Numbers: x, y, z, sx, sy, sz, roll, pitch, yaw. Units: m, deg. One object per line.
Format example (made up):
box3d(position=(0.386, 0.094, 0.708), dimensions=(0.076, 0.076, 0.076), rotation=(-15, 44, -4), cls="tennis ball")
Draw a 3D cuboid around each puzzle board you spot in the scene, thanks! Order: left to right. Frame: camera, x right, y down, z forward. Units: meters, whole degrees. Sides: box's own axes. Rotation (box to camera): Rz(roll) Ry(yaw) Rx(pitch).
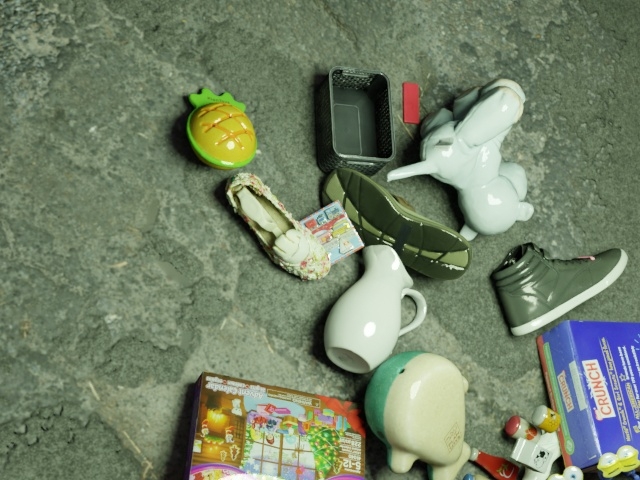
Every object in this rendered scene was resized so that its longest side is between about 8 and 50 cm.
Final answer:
box3d(position=(0.000, 0.000, 1.659), dimensions=(0.128, 0.011, 0.096), rotation=(-30, 87, -3), cls="puzzle board")

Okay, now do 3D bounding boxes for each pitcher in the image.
box3d(position=(0.104, 0.139, 1.635), dimensions=(0.178, 0.125, 0.207), rotation=(43, 56, -24), cls="pitcher")

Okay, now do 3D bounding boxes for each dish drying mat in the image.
box3d(position=(0.176, -0.267, 1.818), dimensions=(0.032, 0.008, 0.083), rotation=(5, 75, -18), cls="dish drying mat")

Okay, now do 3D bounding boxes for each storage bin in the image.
box3d(position=(0.063, -0.218, 1.719), dimensions=(0.122, 0.084, 0.180), rotation=(3, 73, -20), cls="storage bin")

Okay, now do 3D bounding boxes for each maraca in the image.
box3d(position=(-0.174, -0.197, 1.628), dimensions=(0.127, 0.099, 0.186), rotation=(10, 48, -26), cls="maraca")

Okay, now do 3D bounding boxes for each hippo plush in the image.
box3d(position=(0.309, -0.137, 1.701), dimensions=(0.236, 0.234, 0.294), rotation=(53, 33, -14), cls="hippo plush")

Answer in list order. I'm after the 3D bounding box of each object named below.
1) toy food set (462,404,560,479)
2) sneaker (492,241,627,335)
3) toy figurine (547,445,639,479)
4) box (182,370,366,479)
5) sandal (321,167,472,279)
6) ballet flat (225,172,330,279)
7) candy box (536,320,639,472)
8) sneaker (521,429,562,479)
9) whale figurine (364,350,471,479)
box3d(position=(0.324, 0.386, 1.643), dimensions=(0.104, 0.111, 0.232), rotation=(29, 77, -10), cls="toy food set")
box3d(position=(0.456, 0.049, 1.783), dimensions=(0.295, 0.104, 0.147), rotation=(-29, 92, -20), cls="sneaker")
box3d(position=(0.565, 0.471, 1.538), dimensions=(0.362, 0.191, 0.217), rotation=(-20, 44, 0), cls="toy figurine")
box3d(position=(-0.069, 0.340, 1.514), dimensions=(0.293, 0.057, 0.201), rotation=(14, 55, -16), cls="box")
box3d(position=(0.135, -0.025, 1.696), dimensions=(0.302, 0.086, 0.120), rotation=(32, 110, 1), cls="sandal")
box3d(position=(-0.082, -0.019, 1.613), dimensions=(0.241, 0.077, 0.091), rotation=(45, 100, 2), cls="ballet flat")
box3d(position=(0.589, 0.291, 1.737), dimensions=(0.317, 0.122, 0.268), rotation=(5, 62, -21), cls="candy box")
box3d(position=(0.397, 0.398, 1.706), dimensions=(0.061, 0.054, 0.152), rotation=(44, 59, 1), cls="sneaker")
box3d(position=(0.169, 0.307, 1.598), dimensions=(0.216, 0.141, 0.272), rotation=(-49, 130, -26), cls="whale figurine")
